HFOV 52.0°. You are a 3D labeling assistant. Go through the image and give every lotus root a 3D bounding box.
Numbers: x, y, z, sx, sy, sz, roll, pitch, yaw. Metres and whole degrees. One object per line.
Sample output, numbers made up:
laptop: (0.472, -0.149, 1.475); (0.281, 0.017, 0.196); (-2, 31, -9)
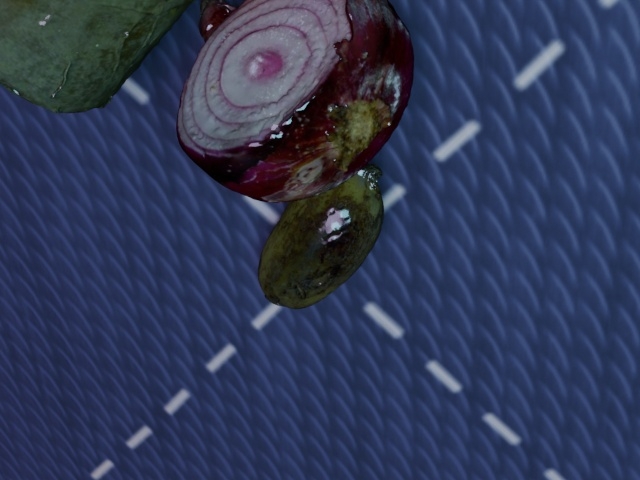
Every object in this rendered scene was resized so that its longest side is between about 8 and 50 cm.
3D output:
lotus root: (0.000, 0.000, 0.619); (0.089, 0.080, 0.179); (35, 115, 0)

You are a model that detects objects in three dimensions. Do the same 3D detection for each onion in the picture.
onion: (-0.032, -0.136, 0.552); (0.218, 0.140, 0.195); (42, 100, 39)

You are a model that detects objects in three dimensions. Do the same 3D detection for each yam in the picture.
yam: (-0.153, -0.259, 0.490); (0.300, 0.195, 0.195); (-40, 98, 25)
